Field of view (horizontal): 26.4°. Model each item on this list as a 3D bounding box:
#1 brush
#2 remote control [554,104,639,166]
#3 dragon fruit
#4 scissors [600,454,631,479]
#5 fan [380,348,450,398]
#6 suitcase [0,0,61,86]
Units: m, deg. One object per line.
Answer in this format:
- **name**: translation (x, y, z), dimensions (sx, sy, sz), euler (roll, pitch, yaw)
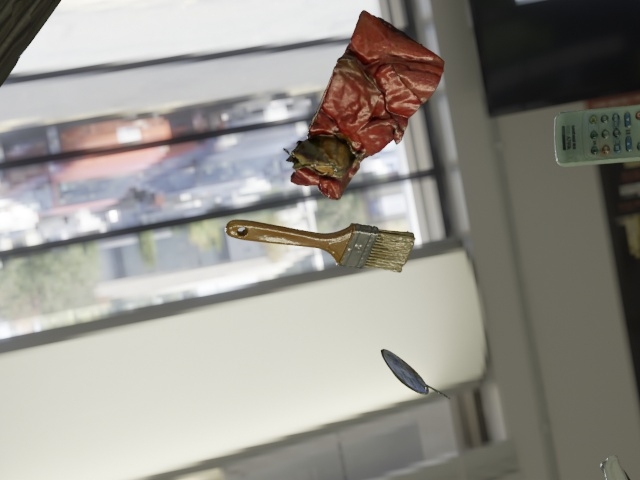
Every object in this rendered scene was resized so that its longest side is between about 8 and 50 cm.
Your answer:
- **brush**: translation (0.000, 0.000, 1.140), dimensions (0.170, 0.043, 0.014), euler (8, -148, -23)
- **remote control**: translation (0.272, -0.095, 1.224), dimensions (0.124, 0.053, 0.018), euler (-3, 171, 22)
- **dragon fruit**: translation (0.020, -0.138, 1.373), dimensions (0.092, 0.192, 0.122), euler (22, -159, -36)
- **scissors**: translation (0.296, 0.282, 1.204), dimensions (0.101, 0.204, 0.027), euler (-9, 146, -15)
- **fan**: translation (0.080, 0.119, 1.225), dimensions (0.003, 0.060, 0.080), euler (-50, 148, 13)
- **suitcase**: translation (-0.233, -0.078, 0.534), dimensions (0.230, 0.152, 0.335), euler (-5, -134, 41)
